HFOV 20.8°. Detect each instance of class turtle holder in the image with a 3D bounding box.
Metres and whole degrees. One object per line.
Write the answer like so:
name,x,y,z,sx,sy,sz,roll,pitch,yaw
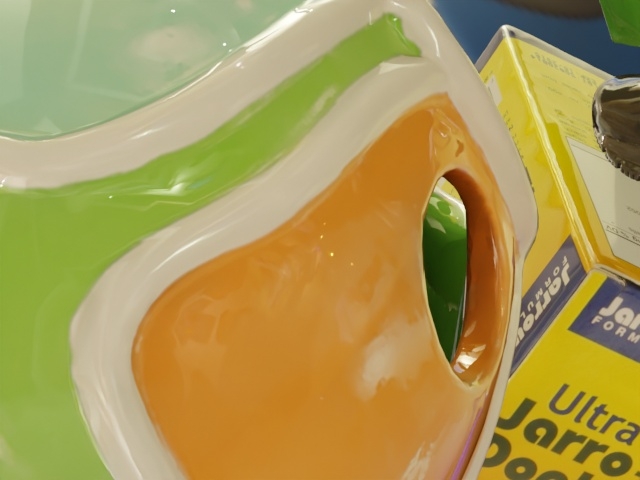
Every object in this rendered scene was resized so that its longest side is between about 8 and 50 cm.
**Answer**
turtle holder,-0.080,0.013,0.509,0.227,0.243,0.320,-39,15,-11

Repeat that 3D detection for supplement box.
supplement box,0.192,0.028,1.305,0.195,0.194,0.356,-57,21,26

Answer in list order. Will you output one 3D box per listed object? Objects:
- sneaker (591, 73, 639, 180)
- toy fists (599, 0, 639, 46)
sneaker,0.263,-0.088,0.923,0.286,0.109,0.130,5,107,47
toy fists,0.285,-0.214,1.225,0.096,0.142,0.279,-30,23,-22
